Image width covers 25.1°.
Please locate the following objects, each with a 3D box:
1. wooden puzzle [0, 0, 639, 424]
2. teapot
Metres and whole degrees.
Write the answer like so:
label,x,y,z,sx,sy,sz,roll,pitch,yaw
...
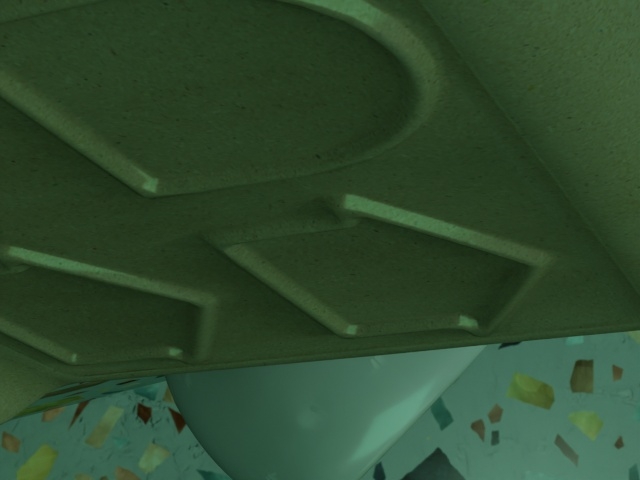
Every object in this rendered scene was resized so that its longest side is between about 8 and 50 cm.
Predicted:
label,x,y,z,sx,sy,sz,roll,pitch,yaw
wooden puzzle,-0.056,-0.032,0.462,0.348,0.080,0.322,-12,155,22
teapot,0.000,0.000,0.725,0.256,0.187,0.252,-51,174,27
